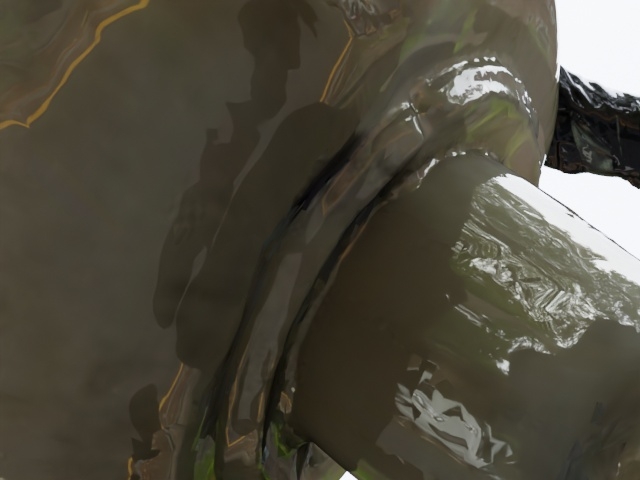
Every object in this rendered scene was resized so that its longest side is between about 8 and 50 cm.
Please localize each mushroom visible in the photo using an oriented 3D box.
[{"bbox_3d":[-0.035,-0.009,0.579,0.315,0.356,0.315,-3,-65,-7],"label":"mushroom"}]

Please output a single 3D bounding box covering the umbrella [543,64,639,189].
[{"bbox_3d":[0.162,-0.026,0.736,0.188,0.050,0.046,16,-28,3],"label":"umbrella"}]
